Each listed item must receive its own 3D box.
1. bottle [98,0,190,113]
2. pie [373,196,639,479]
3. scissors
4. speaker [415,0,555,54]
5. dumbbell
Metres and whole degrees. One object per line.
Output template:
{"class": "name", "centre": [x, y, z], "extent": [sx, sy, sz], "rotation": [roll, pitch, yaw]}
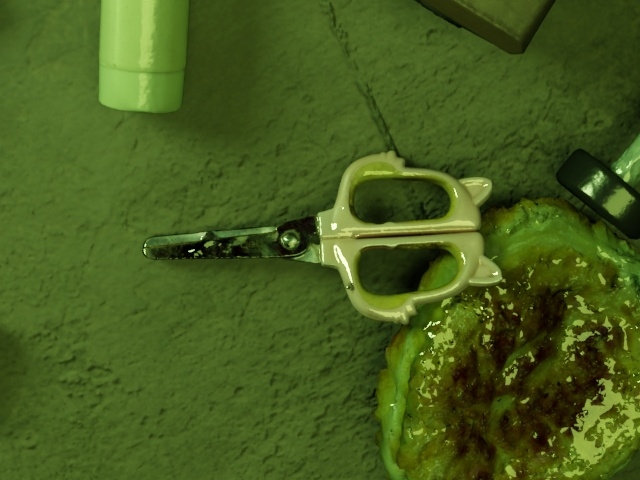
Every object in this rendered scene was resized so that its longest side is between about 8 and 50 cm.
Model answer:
{"class": "bottle", "centre": [-0.137, -0.206, 0.872], "extent": [0.072, 0.072, 0.201], "rotation": [1, 112, -14]}
{"class": "pie", "centre": [0.194, 0.133, 1.069], "extent": [0.288, 0.103, 0.355], "rotation": [2, 109, -20]}
{"class": "scissors", "centre": [0.000, 0.000, 0.981], "extent": [0.317, 0.024, 0.160], "rotation": [-4, 77, 0]}
{"class": "speaker", "centre": [0.084, -0.277, 0.851], "extent": [0.231, 0.153, 0.192], "rotation": [26, 103, -21]}
{"class": "dumbbell", "centre": [0.311, -0.100, 1.005], "extent": [0.100, 0.100, 0.191], "rotation": [35, 101, -23]}
